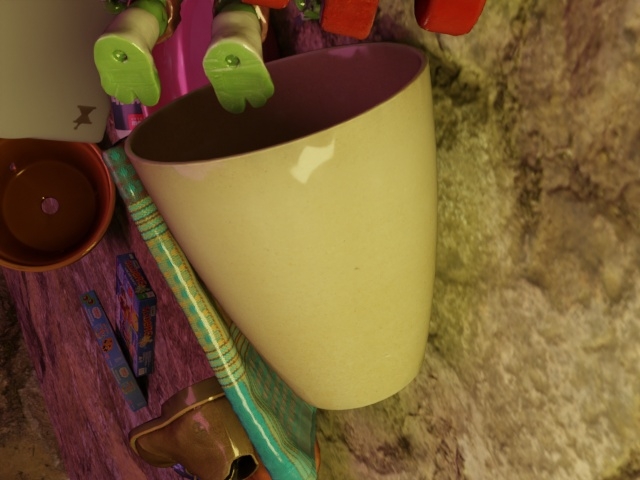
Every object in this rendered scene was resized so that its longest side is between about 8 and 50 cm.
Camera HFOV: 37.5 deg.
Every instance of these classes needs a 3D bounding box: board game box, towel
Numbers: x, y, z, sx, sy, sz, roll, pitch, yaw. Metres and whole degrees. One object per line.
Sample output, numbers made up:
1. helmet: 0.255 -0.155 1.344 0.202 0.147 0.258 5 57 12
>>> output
1. board game box: -0.422 0.224 1.922 0.211 0.039 0.160 56 165 39
2. towel: -0.089 0.047 0.957 0.271 0.040 0.370 -80 -35 -74
3. board game box: -0.356 0.143 1.805 0.136 0.035 0.201 54 145 40

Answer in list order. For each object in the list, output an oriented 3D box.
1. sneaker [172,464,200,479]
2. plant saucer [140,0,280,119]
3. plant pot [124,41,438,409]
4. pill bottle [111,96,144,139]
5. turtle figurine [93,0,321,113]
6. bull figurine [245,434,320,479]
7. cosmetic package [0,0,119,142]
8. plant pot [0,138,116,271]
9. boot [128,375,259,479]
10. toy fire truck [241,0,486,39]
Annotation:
1. sneaker: -0.187 0.349 1.522 0.221 0.083 0.087 45 126 41
2. plant saucer: -0.136 -0.200 1.148 0.332 0.084 0.332 33 129 53
3. plant pot: 0.000 0.000 0.825 0.256 0.257 0.274 29 141 58
4. pill bottle: -0.242 -0.192 1.345 0.108 0.108 0.180 21 120 60
5. turtle figurine: -0.092 -0.204 0.833 0.275 0.198 0.266 -45 27 45
6. bull figurine: -0.074 0.279 1.213 0.188 0.101 0.310 70 154 21
7. cosmetic package: -0.514 -0.391 1.462 0.393 0.330 0.327 48 125 40
8. plant pot: -0.543 -0.078 1.844 0.203 0.291 0.290 151 106 -80
9. boot: -0.155 0.255 1.147 0.115 0.112 0.305 66 152 12
10. toy fire truck: 0.042 -0.303 0.662 0.253 0.170 0.302 -89 8 -45
